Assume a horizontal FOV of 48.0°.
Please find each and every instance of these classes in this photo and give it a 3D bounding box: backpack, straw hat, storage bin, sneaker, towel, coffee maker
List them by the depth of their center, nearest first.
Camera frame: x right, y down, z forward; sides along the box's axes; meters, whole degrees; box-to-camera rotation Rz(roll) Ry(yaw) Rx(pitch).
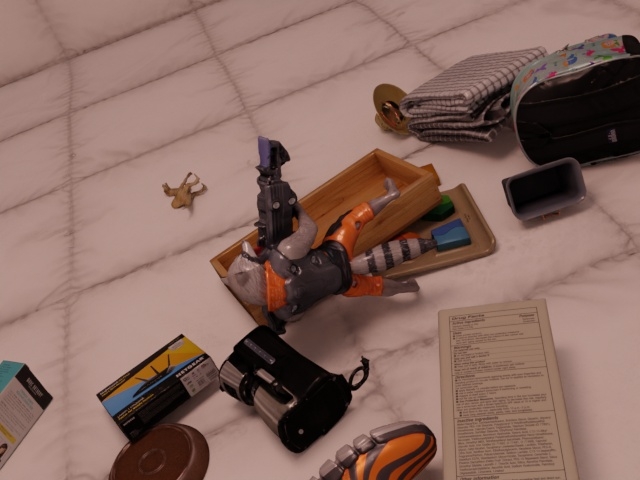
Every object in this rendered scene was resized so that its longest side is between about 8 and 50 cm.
[{"bbox_3d":[0.043,0.373,0.882,0.321,0.124,0.180,-37,43,-4],"label":"sneaker"},{"bbox_3d":[-0.045,0.217,1.118,0.171,0.120,0.178,-19,33,-34],"label":"coffee maker"},{"bbox_3d":[0.400,-0.092,1.311,0.135,0.098,0.091,-19,10,3],"label":"storage bin"},{"bbox_3d":[0.488,-0.256,1.355,0.253,0.225,0.191,-18,34,16],"label":"backpack"},{"bbox_3d":[0.335,-0.308,1.536,0.235,0.121,0.283,-33,20,-18],"label":"towel"},{"bbox_3d":[0.159,-0.290,1.671,0.061,0.144,0.144,-42,15,47],"label":"straw hat"}]

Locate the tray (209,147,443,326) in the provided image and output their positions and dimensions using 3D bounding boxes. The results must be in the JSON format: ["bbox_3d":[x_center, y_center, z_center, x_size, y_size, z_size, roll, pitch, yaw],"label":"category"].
[{"bbox_3d":[0.008,-0.015,1.359,0.411,0.076,0.203,-35,32,-11],"label":"tray"}]

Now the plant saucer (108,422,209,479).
[{"bbox_3d":[-0.255,0.346,1.107,0.168,0.029,0.168,-13,37,10],"label":"plant saucer"}]

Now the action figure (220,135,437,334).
[{"bbox_3d":[0.000,0.000,1.139,0.330,0.341,0.178,-19,25,-22],"label":"action figure"}]

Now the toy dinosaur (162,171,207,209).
[{"bbox_3d":[-0.313,-0.108,1.690,0.092,0.053,0.183,-46,34,-8],"label":"toy dinosaur"}]

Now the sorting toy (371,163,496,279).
[{"bbox_3d":[0.182,-0.050,1.386,0.229,0.041,0.307,-18,37,3],"label":"sorting toy"}]

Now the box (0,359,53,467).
[{"bbox_3d":[-0.568,0.328,1.210,0.060,0.100,0.244,2,42,27],"label":"box"}]

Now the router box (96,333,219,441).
[{"bbox_3d":[-0.273,0.242,1.206,0.179,0.046,0.133,-35,27,-22],"label":"router box"}]

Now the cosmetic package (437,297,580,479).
[{"bbox_3d":[0.244,0.231,0.954,0.160,0.113,0.309,-8,38,15],"label":"cosmetic package"}]
